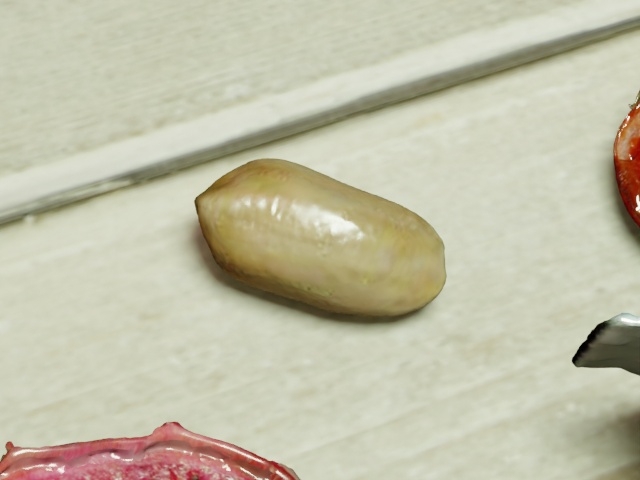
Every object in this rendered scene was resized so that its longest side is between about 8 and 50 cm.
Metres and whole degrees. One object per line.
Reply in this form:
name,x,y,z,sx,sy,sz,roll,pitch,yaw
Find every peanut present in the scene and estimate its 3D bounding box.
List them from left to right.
peanut,0.000,0.000,1.062,0.152,0.076,0.076,18,60,0

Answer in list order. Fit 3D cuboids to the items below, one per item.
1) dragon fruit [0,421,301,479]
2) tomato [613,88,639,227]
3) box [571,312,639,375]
dragon fruit,-0.052,0.203,0.920,0.274,0.126,0.161,41,55,11
tomato,0.259,-0.051,1.107,0.159,0.091,0.139,-42,58,4
box,0.282,0.147,0.940,0.262,0.291,0.206,-12,70,36
